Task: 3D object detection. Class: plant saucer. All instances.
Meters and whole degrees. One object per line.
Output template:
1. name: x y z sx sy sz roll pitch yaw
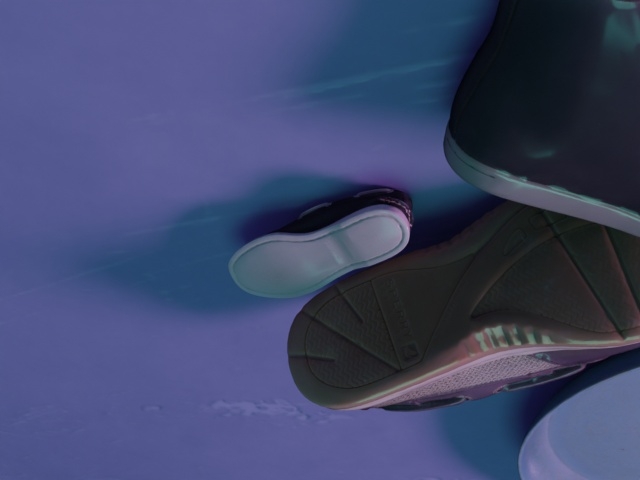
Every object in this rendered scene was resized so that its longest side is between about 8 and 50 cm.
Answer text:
1. plant saucer: 0.317 0.157 0.628 0.317 0.044 0.318 4 138 4

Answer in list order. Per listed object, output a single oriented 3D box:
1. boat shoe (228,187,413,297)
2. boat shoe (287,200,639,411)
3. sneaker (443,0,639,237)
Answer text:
1. boat shoe: 0.000 0.000 0.495 0.125 0.038 0.046 -23 112 27
2. boat shoe: 0.122 0.038 0.485 0.285 0.103 0.092 -22 157 13
3. sneaker: 0.178 -0.062 0.370 0.222 0.083 0.118 9 138 -2
